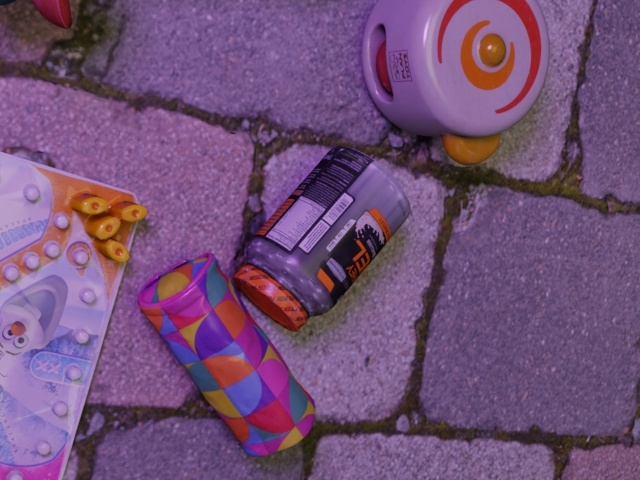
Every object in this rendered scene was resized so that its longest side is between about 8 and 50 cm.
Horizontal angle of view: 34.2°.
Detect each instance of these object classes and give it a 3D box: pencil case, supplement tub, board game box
[{"bbox_3d":[-0.096,0.124,1.112,0.104,0.104,0.236,-40,115,-20],"label":"pencil case"},{"bbox_3d":[0.000,0.000,1.137,0.190,0.117,0.117,-50,116,-15],"label":"supplement tub"},{"bbox_3d":[-0.389,0.092,0.965,0.390,0.050,0.389,17,87,-31],"label":"board game box"}]

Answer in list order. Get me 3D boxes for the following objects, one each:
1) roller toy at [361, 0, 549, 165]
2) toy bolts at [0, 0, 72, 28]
[{"bbox_3d":[0.155,-0.211,1.181,0.191,0.146,0.209,36,79,-28],"label":"roller toy"},{"bbox_3d":[-0.256,-0.310,0.851,0.218,0.159,0.228,-63,165,-48],"label":"toy bolts"}]
